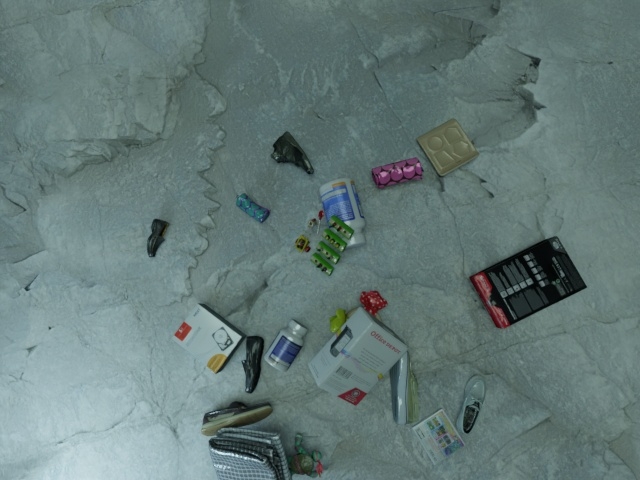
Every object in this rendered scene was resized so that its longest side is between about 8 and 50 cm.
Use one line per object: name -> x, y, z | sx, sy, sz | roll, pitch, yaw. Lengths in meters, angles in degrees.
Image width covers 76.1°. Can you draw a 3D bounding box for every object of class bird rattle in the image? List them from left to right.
bird rattle -> 0.166, 0.324, 1.645 | 0.253, 0.143, 0.207 | -25, 92, -14

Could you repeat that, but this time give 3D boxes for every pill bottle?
pill bottle -> -0.131, 0.414, 1.630 | 0.112, 0.112, 0.187 | 32, 85, 8
pill bottle -> 0.098, -0.105, 1.678 | 0.152, 0.152, 0.272 | -15, 81, 1

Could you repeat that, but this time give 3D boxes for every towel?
towel -> -0.261, 0.826, 1.497 | 0.283, 0.121, 0.235 | -4, 106, 23

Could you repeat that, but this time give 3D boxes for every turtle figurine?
turtle figurine -> -0.073, 0.837, 1.563 | 0.234, 0.118, 0.175 | -22, 76, 7

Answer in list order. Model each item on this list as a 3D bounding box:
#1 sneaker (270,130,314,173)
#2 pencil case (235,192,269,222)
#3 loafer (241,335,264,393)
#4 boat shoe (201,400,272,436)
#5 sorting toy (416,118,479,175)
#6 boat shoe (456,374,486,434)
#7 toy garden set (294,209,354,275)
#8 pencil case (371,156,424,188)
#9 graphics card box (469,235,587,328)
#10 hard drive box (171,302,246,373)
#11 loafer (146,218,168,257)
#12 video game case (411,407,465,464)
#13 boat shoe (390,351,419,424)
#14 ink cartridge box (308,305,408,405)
sneaker -> -0.127, -0.352, 1.766 | 0.130, 0.087, 0.228 | -38, 78, -1
pencil case -> -0.290, -0.141, 1.751 | 0.151, 0.064, 0.070 | 36, 101, 8
loafer -> -0.281, 0.497, 1.648 | 0.078, 0.076, 0.223 | 4, 77, 9
boat shoe -> -0.332, 0.681, 1.609 | 0.285, 0.103, 0.092 | -19, 48, 0
sorting toy -> 0.546, -0.400, 1.758 | 0.193, 0.038, 0.208 | -29, 76, -1
boat shoe -> 0.588, 0.633, 1.565 | 0.079, 0.081, 0.228 | 21, 83, 6
toy garden set -> 0.000, 0.000, 1.645 | 0.203, 0.049, 0.244 | 39, 126, 20
pencil case -> 0.324, -0.281, 1.726 | 0.209, 0.095, 0.098 | -13, 101, 4
graphics card box -> 0.814, 0.165, 1.620 | 0.370, 0.094, 0.233 | -27, 80, 0
hard drive box -> -0.452, 0.396, 1.665 | 0.232, 0.089, 0.181 | 34, 84, 8
loafer -> -0.701, -0.009, 1.760 | 0.061, 0.062, 0.170 | 9, 83, 0
video game case -> 0.457, 0.759, 1.586 | 0.143, 0.019, 0.157 | -32, 80, -2
boat shoe -> 0.332, 0.559, 1.595 | 0.094, 0.109, 0.303 | 0, 90, -12
ink cartridge box -> 0.140, 0.435, 1.531 | 0.226, 0.131, 0.306 | 40, 93, -29
